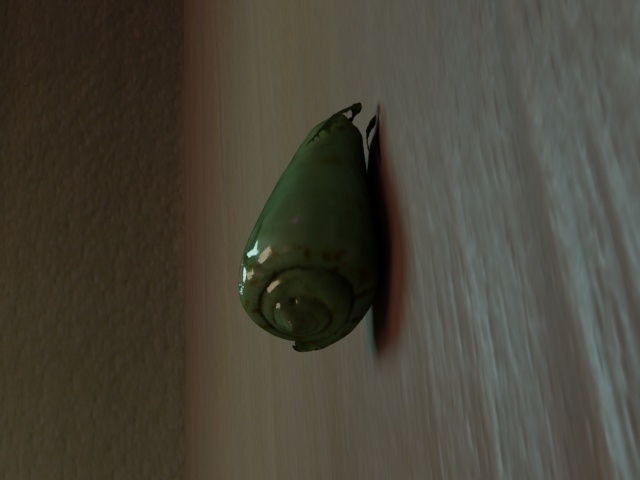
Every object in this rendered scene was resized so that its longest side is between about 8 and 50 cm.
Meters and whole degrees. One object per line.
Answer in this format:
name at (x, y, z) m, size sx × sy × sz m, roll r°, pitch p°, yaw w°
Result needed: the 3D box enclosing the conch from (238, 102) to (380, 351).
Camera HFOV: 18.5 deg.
conch at (0.000, 0.000, 1.154) m, size 0.106 × 0.079 × 0.170 m, roll 109°, pitch 180°, yaw -45°
